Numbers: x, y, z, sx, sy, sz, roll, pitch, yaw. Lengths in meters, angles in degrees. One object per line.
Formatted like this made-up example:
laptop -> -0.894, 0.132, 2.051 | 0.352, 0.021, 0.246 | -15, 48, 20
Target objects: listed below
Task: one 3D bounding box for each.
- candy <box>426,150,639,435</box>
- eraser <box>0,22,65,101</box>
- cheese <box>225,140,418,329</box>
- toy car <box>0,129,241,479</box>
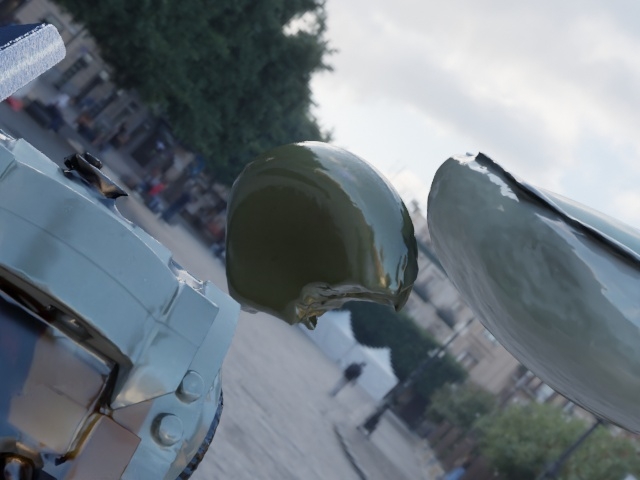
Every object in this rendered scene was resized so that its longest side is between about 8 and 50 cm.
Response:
candy -> 0.279, 0.069, 0.958 | 0.386, 0.186, 0.427 | 29, 8, -12
eraser -> -0.270, -0.133, 0.757 | 0.225, 0.082, 0.036 | -81, 167, -67
cheese -> 0.000, 0.000, 0.886 | 0.202, 0.175, 0.091 | 13, 12, 36
toy car -> -0.145, 0.099, 0.322 | 0.193, 0.301, 0.118 | 41, -36, -23
